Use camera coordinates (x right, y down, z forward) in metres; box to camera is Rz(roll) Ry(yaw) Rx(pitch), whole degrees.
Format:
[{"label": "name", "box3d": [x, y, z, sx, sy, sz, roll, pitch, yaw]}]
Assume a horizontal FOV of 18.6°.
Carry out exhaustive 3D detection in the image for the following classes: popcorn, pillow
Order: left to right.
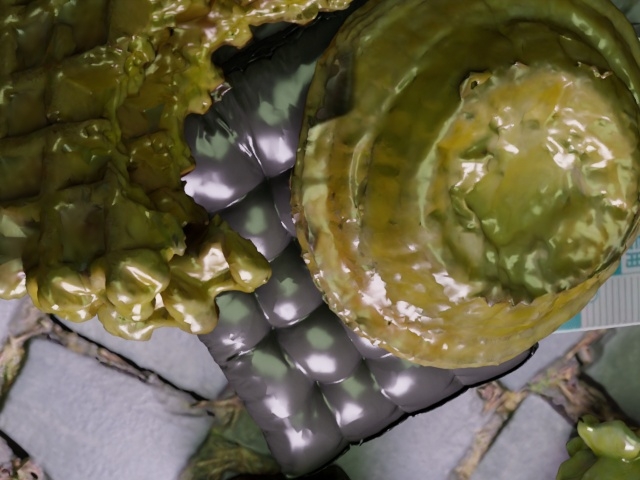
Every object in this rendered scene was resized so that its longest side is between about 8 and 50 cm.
[{"label": "pillow", "box3d": [0.000, 0.000, 1.419, 0.228, 0.101, 0.326, -27, 108, 7]}, {"label": "popcorn", "box3d": [0.247, 0.212, 1.500, 0.141, 0.135, 0.162, 12, 122, 12]}]

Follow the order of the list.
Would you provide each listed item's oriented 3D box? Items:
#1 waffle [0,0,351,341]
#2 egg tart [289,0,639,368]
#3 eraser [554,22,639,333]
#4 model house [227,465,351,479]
[{"label": "waffle", "box3d": [-0.126, -0.101, 1.264, 0.261, 0.151, 0.324, 13, 77, 28]}, {"label": "egg tart", "box3d": [0.118, -0.047, 1.320, 0.290, 0.115, 0.290, -4, 102, -19]}, {"label": "eraser", "box3d": [0.200, -0.044, 1.447, 0.095, 0.052, 0.225, -6, 110, -3]}, {"label": "model house", "box3d": [-0.020, 0.242, 1.473, 0.165, 0.152, 0.106, -11, 104, -4]}]
